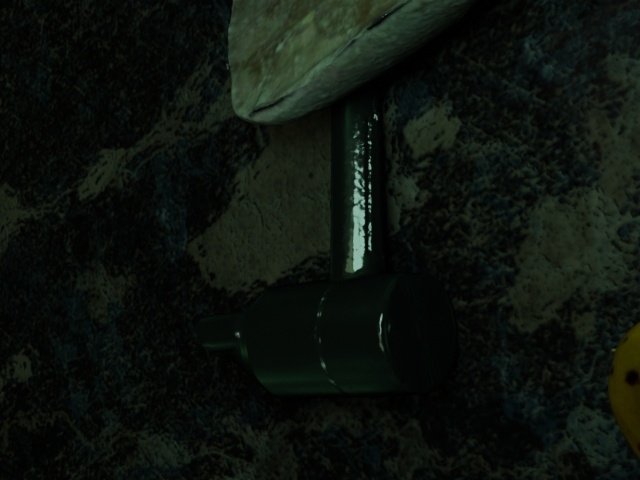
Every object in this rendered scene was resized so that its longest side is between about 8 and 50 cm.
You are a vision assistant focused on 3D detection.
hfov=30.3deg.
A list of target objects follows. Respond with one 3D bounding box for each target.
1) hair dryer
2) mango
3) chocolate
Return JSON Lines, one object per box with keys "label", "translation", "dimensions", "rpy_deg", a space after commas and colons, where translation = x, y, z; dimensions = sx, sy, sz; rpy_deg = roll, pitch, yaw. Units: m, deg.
{"label": "hair dryer", "translation": [0.000, 0.000, 1.135], "dimensions": [0.244, 0.116, 0.302], "rpy_deg": [-6, 78, 39]}
{"label": "mango", "translation": [0.293, 0.139, 0.902], "dimensions": [0.115, 0.090, 0.178], "rpy_deg": [-41, 76, 26]}
{"label": "chocolate", "translation": [0.038, -0.217, 1.066], "dimensions": [0.303, 0.100, 0.185], "rpy_deg": [-28, 53, 34]}
